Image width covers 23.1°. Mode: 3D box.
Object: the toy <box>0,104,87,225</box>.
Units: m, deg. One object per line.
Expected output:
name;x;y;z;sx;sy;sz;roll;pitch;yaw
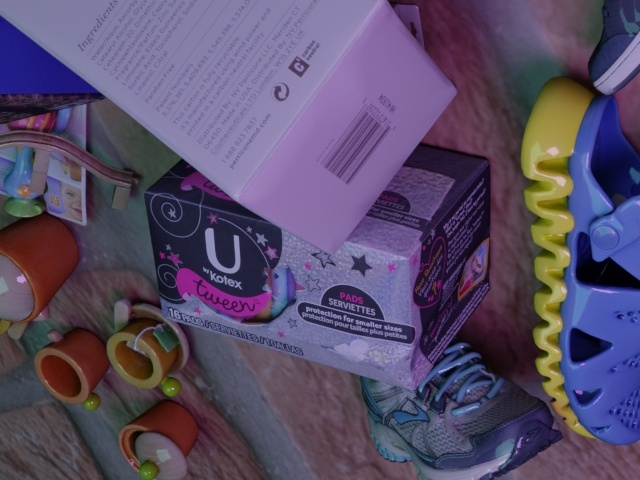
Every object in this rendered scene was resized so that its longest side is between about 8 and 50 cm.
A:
toy;-0.293;-0.123;1.513;0.137;0.056;0.237;20;129;20

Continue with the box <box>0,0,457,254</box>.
box;-0.099;-0.169;1.167;0.345;0.215;0.168;38;93;21

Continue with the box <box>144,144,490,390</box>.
box;0.000;0.000;1.324;0.247;0.163;0.142;14;128;26

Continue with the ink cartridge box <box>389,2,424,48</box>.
ink cartridge box;0.040;-0.167;1.276;0.083;0.028;0.048;6;123;30

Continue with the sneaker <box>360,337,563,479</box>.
sneaker;0.099;0.133;1.334;0.283;0.110;0.122;0;114;67

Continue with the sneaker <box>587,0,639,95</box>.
sneaker;0.204;-0.221;1.086;0.163;0.086;0.226;35;133;7

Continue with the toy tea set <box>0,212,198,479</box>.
toy tea set;-0.257;0.122;1.608;0.336;0.124;0.200;39;135;5

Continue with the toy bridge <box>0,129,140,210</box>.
toy bridge;-0.265;-0.073;1.491;0.188;0.026;0.063;10;133;-11

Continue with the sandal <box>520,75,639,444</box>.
sandal;0.240;0.029;1.217;0.138;0.126;0.317;6;124;26

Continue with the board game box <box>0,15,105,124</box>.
board game box;-0.379;-0.165;1.376;0.291;0.232;0.141;-10;90;31
